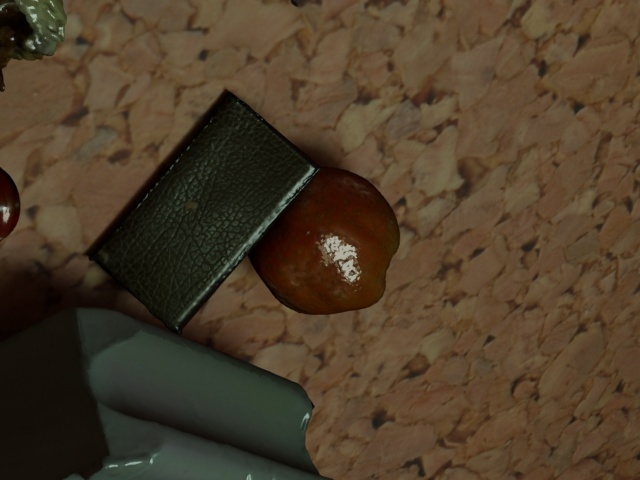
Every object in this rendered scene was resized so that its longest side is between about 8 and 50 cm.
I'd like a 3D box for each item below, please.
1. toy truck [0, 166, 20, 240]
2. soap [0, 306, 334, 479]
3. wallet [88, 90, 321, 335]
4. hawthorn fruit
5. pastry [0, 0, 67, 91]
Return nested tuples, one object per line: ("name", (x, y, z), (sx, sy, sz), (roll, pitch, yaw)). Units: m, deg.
("toy truck", (-0.421, -0.010, 1.470), (0.189, 0.239, 0.265), (-15, 137, -57))
("soap", (-0.226, 0.267, 1.865), (0.350, 0.213, 0.435), (-36, 147, 21))
("wallet", (-0.126, -0.029, 1.837), (0.243, 0.133, 0.039), (-50, -176, 6))
("hawthorn fruit", (0.000, 0.000, 1.920), (0.189, 0.189, 0.189), (-24, 138, -24))
("pastry", (-0.362, -0.199, 1.405), (0.237, 0.170, 0.256), (-3, 161, -42))
